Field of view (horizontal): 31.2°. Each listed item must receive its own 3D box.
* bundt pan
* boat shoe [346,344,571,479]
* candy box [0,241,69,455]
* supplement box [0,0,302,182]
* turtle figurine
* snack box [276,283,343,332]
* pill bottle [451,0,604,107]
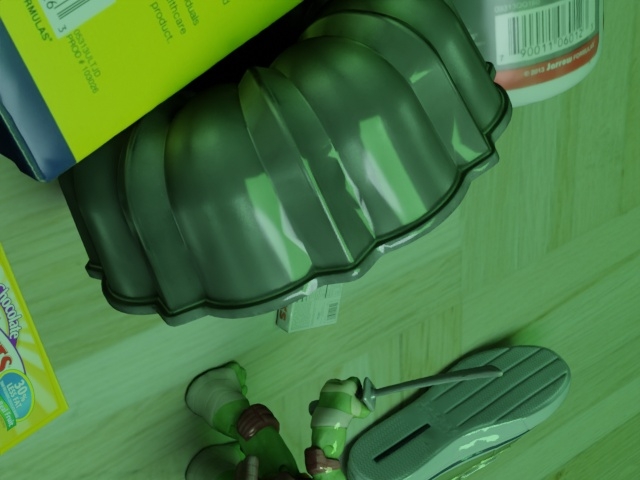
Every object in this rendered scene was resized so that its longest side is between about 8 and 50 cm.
[{"bbox_3d":[-0.042,-0.095,0.800,0.331,0.330,0.124,-40,123,-21],"label":"bundt pan"},{"bbox_3d":[0.155,0.216,1.303,0.302,0.109,0.094,-24,141,-22],"label":"boat shoe"},{"bbox_3d":[-0.270,0.080,0.878,0.105,0.027,0.206,-36,131,-29],"label":"candy box"},{"bbox_3d":[-0.122,-0.234,0.739,0.356,0.194,0.195,-39,132,-22],"label":"supplement box"},{"bbox_3d":[0.011,0.214,1.032,0.275,0.266,0.198,-46,134,-16],"label":"turtle figurine"},{"bbox_3d":[0.000,0.000,1.093,0.064,0.022,0.178,-8,115,-40],"label":"snack box"},{"bbox_3d":[0.122,-0.306,0.921,0.210,0.210,0.363,-29,127,-30],"label":"pill bottle"}]
